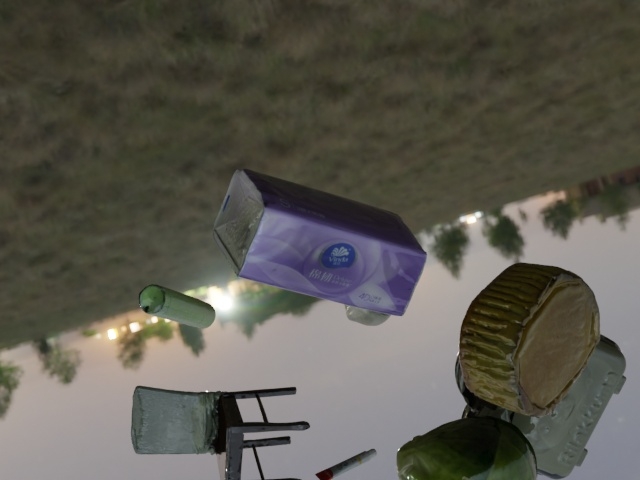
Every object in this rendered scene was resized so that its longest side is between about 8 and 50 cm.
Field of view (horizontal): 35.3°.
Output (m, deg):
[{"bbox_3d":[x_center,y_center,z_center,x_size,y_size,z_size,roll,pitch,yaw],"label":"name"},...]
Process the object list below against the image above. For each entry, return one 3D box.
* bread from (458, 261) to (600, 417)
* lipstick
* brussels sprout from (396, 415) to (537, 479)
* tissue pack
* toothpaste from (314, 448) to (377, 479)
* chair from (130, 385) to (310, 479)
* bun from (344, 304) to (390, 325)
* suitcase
[{"bbox_3d":[0.351,0.167,1.705,0.253,0.227,0.142,-41,-143,-26],"label":"bread"},{"bbox_3d":[-0.351,0.167,2.488,0.076,0.076,0.304,-17,163,14],"label":"lipstick"},{"bbox_3d":[0.293,0.462,2.020,0.271,0.210,0.219,-5,-145,19],"label":"brussels sprout"},{"bbox_3d":[0.000,0.000,1.828,0.338,0.160,0.242,15,-163,-24],"label":"tissue pack"},{"bbox_3d":[0.077,0.634,2.844,0.190,0.031,0.048,-19,-147,-27],"label":"toothpaste"},{"bbox_3d":[-0.196,0.373,1.920,0.319,0.160,0.186,1,-158,-13],"label":"chair"},{"bbox_3d":[0.102,0.161,2.481,0.094,0.138,0.138,-46,167,21],"label":"bun"},{"bbox_3d":[0.460,0.325,2.213,0.339,0.351,0.194,26,-175,-6],"label":"suitcase"}]
